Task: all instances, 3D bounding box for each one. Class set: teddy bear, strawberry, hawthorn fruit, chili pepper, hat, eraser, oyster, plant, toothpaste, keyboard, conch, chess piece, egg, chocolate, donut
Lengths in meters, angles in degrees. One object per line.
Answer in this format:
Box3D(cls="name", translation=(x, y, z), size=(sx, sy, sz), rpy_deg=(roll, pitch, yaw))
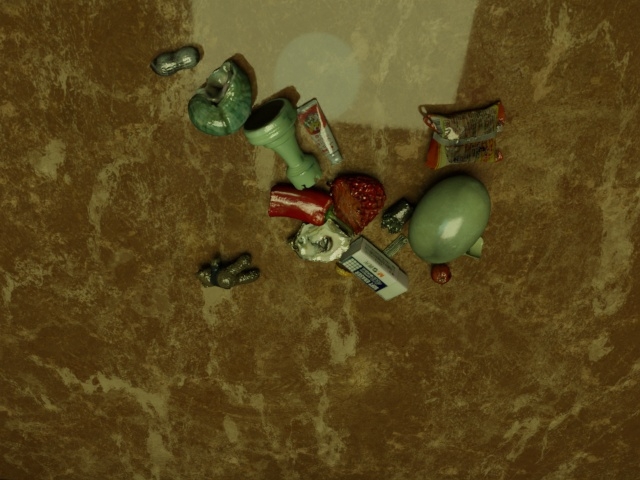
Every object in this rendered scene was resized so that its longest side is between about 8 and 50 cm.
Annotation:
Box3D(cls="teddy bear", translation=(-0.387, 0.141, 2.061), size=(0.252, 0.129, 0.181), rpy_deg=(-12, 119, 7))
Box3D(cls="strawberry", translation=(0.149, -0.152, 1.870), size=(0.178, 0.234, 0.233), rpy_deg=(-22, 125, -23))
Box3D(cls="hawthorn fruit", translation=(0.496, 0.133, 2.071), size=(0.093, 0.093, 0.093), rpy_deg=(0, 122, 1))
Box3D(cls="chili pepper", translation=(-0.020, -0.123, 1.871), size=(0.339, 0.131, 0.134), rpy_deg=(12, 118, 6))
Box3D(cls="hat", translation=(0.579, 0.004, 2.004), size=(0.166, 0.081, 0.122), rpy_deg=(19, 77, -21))
Box3D(cls="eraser", translation=(0.221, 0.119, 2.058), size=(0.287, 0.086, 0.130), rpy_deg=(41, 127, -22))
Box3D(cls="oyster", translation=(0.000, 0.000, 1.995), size=(0.223, 0.083, 0.214), rpy_deg=(33, 118, -19))
Box3D(cls="plant", translation=(0.293, -0.092, 1.930), size=(0.094, 0.092, 0.143), rpy_deg=(32, 109, -25))
Box3D(cls="toothpaste", translation=(0.003, -0.376, 1.781), size=(0.089, 0.057, 0.234), rpy_deg=(-26, 110, 17))
Box3D(cls="keyboard", translation=(0.302, 0.029, 2.047), size=(0.049, 0.015, 0.129), rpy_deg=(36, 116, -19))
Box3D(cls="conch", translation=(-0.339, -0.447, 1.675), size=(0.196, 0.220, 0.277), rpy_deg=(-12, 161, -40))
Box3D(cls="chess piece", translation=(-0.113, -0.320, 1.748), size=(0.195, 0.194, 0.299), rpy_deg=(-25, 127, 16))
Box3D(cls="egg", translation=(0.467, -0.075, 1.837), size=(0.259, 0.258, 0.352), rpy_deg=(25, 116, -14))
Box3D(cls="chocolate", translation=(-0.473, -0.583, 1.643), size=(0.167, 0.072, 0.072), rpy_deg=(-16, 120, 8))
Box3D(cls="donut", translation=(0.103, 0.126, 2.104), size=(0.083, 0.067, 0.037), rpy_deg=(4, 121, -40))

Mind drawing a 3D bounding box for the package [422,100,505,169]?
Box3D(cls="package", translation=(0.504, -0.351, 1.754), size=(0.288, 0.108, 0.223), rpy_deg=(-8, 123, 3))
